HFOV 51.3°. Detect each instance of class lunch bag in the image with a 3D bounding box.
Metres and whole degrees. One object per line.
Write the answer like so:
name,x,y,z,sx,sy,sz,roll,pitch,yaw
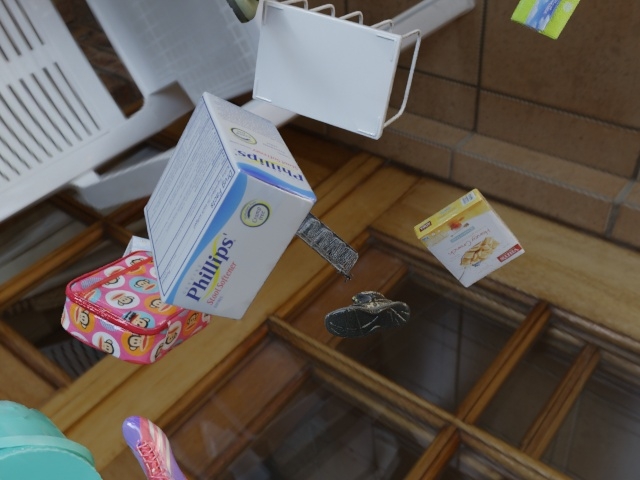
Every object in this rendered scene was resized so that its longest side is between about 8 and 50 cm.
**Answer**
lunch bag,-0.384,0.125,1.390,0.258,0.293,0.120,22,113,15

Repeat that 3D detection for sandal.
sandal,-0.128,-0.484,1.190,0.086,0.303,0.120,-30,130,18

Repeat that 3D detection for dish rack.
dish rack,0.000,0.000,1.518,0.208,0.074,0.271,39,-179,-7

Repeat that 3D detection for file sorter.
file sorter,0.038,-0.351,1.310,0.277,0.173,0.193,22,122,19

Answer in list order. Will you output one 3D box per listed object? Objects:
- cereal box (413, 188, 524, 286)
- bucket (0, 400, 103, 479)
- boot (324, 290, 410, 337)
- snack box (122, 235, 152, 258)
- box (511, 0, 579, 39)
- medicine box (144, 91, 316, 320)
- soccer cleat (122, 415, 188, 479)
cereal box,0.355,0.000,1.575,0.173,0.047,0.240,-35,130,19
bucket,-0.430,0.365,0.887,0.183,0.281,0.281,7,128,46
boot,0.106,0.200,1.832,0.178,0.236,0.085,-156,59,-73
snack box,-0.520,0.090,2.031,0.174,0.070,0.207,16,133,-25
box,0.395,-0.413,1.147,0.042,0.178,0.109,22,112,-12
medicine box,-0.169,-0.061,1.137,0.263,0.149,0.289,-57,35,22
soccer cleat,-0.369,0.509,1.502,0.248,0.083,0.095,61,-177,-7
